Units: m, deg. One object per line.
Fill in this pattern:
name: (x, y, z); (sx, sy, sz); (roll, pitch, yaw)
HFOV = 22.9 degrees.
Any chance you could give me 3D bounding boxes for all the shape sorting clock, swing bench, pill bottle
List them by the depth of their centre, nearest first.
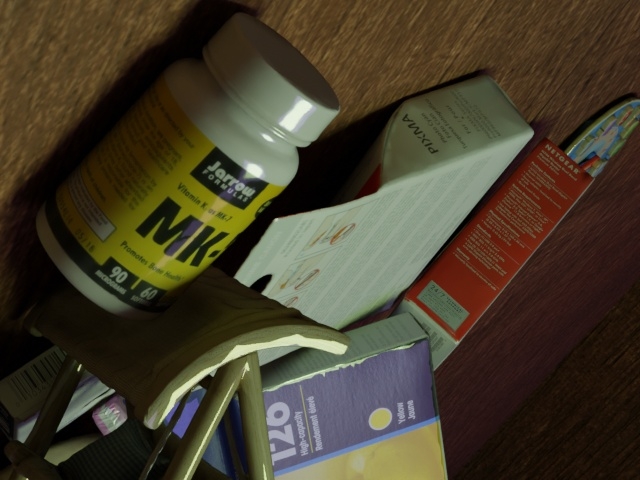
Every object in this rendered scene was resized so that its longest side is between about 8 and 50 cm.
pill bottle: (-0.092, -0.052, 1.108); (0.208, 0.119, 0.119); (-46, 164, 17)
swing bench: (-0.126, 0.147, 1.210); (0.165, 0.253, 0.255); (6, 99, -30)
shape sorting clock: (0.370, -0.116, 2.174); (0.206, 0.040, 0.206); (-37, 165, -12)

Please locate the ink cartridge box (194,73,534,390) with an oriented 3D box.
ink cartridge box: (0.000, 0.000, 1.555); (0.385, 0.091, 0.308); (-19, 155, -45)

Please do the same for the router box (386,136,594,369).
router box: (0.163, 0.065, 1.942); (0.301, 0.082, 0.335); (-47, 174, -31)

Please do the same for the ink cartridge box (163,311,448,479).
ink cartridge box: (-0.012, 0.260, 1.738); (0.307, 0.072, 0.304); (-18, 121, -15)

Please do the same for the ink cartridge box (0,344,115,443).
ink cartridge box: (-0.198, 0.109, 1.421); (0.206, 0.045, 0.208); (-34, 172, -19)

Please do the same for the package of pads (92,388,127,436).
package of pads: (-0.196, 0.170, 1.542); (0.032, 0.050, 0.083); (-29, -166, 4)

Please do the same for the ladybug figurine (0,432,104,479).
ladybug figurine: (-0.276, 0.338, 1.635); (0.305, 0.162, 0.449); (-37, 168, -6)
